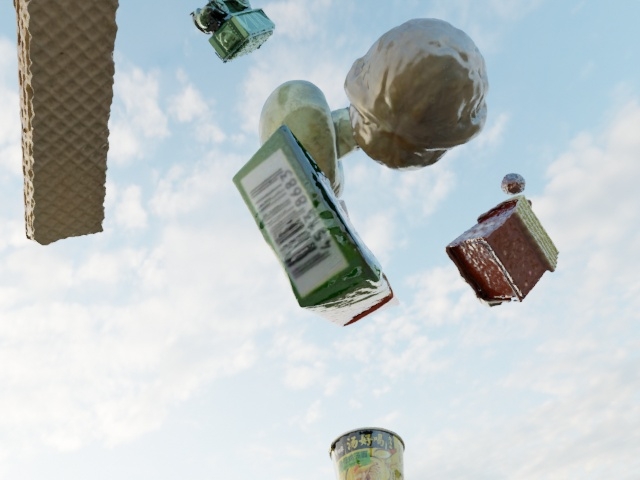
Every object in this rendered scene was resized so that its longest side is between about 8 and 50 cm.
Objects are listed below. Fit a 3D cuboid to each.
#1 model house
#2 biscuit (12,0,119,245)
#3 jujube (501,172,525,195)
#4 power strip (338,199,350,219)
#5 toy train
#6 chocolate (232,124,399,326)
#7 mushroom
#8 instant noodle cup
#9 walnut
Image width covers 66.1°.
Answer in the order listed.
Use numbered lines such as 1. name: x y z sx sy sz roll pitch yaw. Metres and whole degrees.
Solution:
1. model house: 0.483 0.017 1.246 0.254 0.196 0.160 -38 6 -19
2. biscuit: -0.293 -0.146 0.564 0.094 0.054 0.379 -13 -44 -41
3. jujube: 0.630 -0.182 1.607 0.077 0.077 0.129 -42 -5 23
4. power strip: 0.014 -0.071 1.526 0.154 0.154 0.078 -18 -79 -4
5. toy train: -0.225 -0.556 1.265 0.115 0.269 0.154 -32 -73 26
6. chocolate: 0.000 0.000 1.022 0.161 0.360 0.341 -32 -23 5
7. mushroom: -0.030 -0.262 1.346 0.260 0.352 0.352 -17 -41 1
8. instant noodle cup: 0.093 0.438 0.912 0.151 0.122 0.152 -2 -57 -3
9. walnut: 0.157 -0.240 0.828 0.248 0.248 0.248 -12 -41 -11
